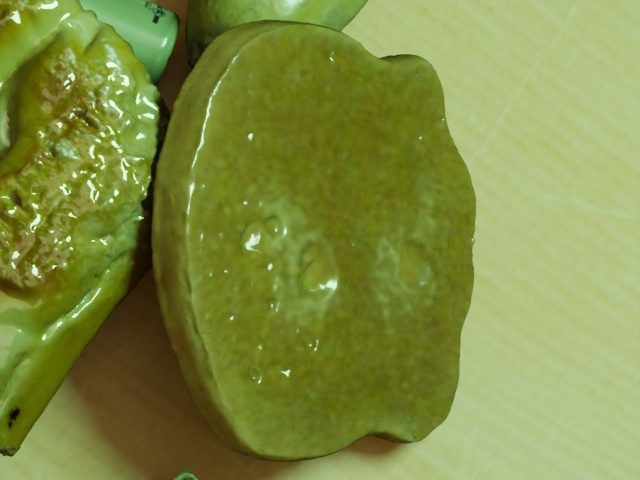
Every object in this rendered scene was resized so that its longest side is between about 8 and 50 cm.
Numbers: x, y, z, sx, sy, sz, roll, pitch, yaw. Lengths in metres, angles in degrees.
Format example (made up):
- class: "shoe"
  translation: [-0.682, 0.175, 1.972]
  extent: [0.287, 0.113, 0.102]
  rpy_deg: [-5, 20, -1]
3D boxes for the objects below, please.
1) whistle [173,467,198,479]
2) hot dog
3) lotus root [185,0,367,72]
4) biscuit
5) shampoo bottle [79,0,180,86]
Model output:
- class: "whistle"
  translation: [-0.105, 0.342, 1.575]
  extent: [0.131, 0.106, 0.288]
  rpy_deg: [-3, 79, -14]
- class: "hot dog"
  translation: [-0.311, -0.055, 1.552]
  extent: [0.367, 0.196, 0.365]
  rpy_deg: [36, 82, 1]
- class: "lotus root"
  translation: [-0.034, -0.246, 1.689]
  extent: [0.151, 0.169, 0.343]
  rpy_deg: [39, 71, -9]
- class: "biscuit"
  translation: [-0.002, 0.000, 1.615]
  extent: [0.365, 0.062, 0.385]
  rpy_deg: [1, 90, -43]
- class: "shampoo bottle"
  translation: [-0.216, -0.201, 1.675]
  extent: [0.162, 0.079, 0.079]
  rpy_deg: [21, 73, -11]
